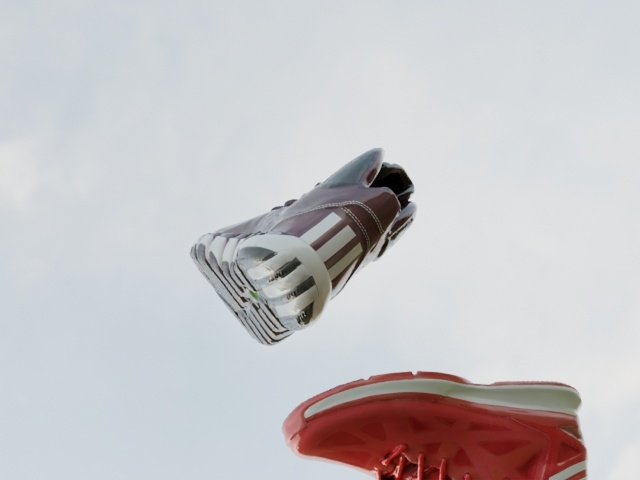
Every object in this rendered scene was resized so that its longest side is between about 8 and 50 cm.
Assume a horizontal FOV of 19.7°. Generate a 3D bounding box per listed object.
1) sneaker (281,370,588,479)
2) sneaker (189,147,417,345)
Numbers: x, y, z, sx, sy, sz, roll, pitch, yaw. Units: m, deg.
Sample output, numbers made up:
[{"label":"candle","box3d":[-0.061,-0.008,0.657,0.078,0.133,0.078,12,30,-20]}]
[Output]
[{"label":"sneaker","box3d":[0.088,0.163,1.254,0.221,0.128,0.087,-2,-29,-15]},{"label":"sneaker","box3d":[0.000,0.000,1.489,0.162,0.281,0.106,-38,-80,-14]}]
